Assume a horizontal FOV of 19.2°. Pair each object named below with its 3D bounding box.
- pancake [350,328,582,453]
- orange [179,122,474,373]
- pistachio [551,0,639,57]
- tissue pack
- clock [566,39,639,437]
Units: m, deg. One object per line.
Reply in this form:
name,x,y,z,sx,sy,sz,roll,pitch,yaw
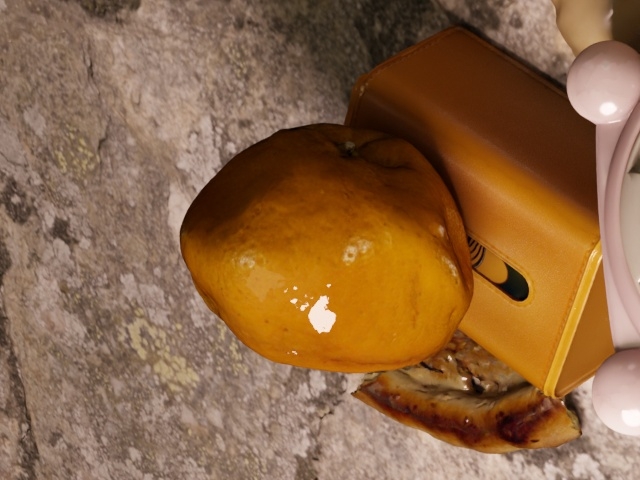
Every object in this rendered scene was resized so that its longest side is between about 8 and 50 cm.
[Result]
pancake,0.149,0.133,1.787,0.212,0.056,0.257,46,138,18
orange,0.000,0.000,1.529,0.249,0.249,0.183,13,105,42
pistachio,0.255,-0.210,1.424,0.144,0.144,0.215,52,134,12
tissue pack,0.155,-0.027,1.624,0.274,0.145,0.194,36,132,27
clock,0.353,-0.015,1.300,0.326,0.184,0.342,-11,81,33
